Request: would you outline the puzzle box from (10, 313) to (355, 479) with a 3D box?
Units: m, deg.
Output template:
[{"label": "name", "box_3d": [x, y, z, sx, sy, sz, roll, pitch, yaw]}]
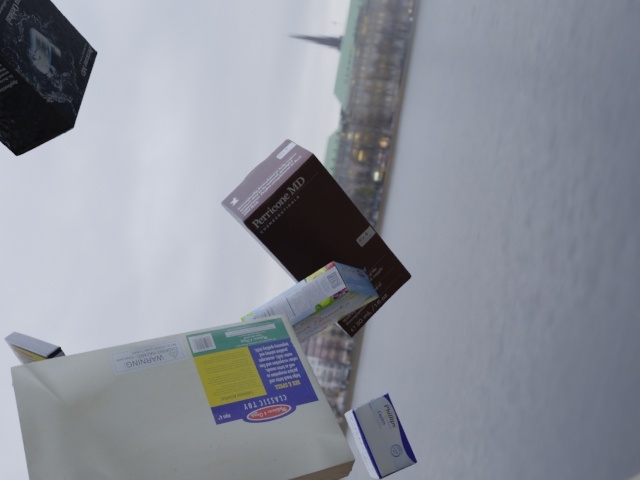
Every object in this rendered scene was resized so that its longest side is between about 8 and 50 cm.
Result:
[{"label": "puzzle box", "box_3d": [-0.188, 0.250, 1.051, 0.052, 0.409, 0.272, 104, 148, -42]}]

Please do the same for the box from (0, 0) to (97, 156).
[{"label": "box", "box_3d": [-0.354, -0.212, 0.887, 0.158, 0.093, 0.156, 51, -153, -41]}]

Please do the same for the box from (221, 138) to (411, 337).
[{"label": "box", "box_3d": [0.000, 0.000, 1.569, 0.191, 0.381, 0.143, -45, 31, -5]}]

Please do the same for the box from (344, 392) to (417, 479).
[{"label": "box", "box_3d": [0.102, 0.342, 1.347, 0.137, 0.072, 0.126, 104, 144, -73]}]

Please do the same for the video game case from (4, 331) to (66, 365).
[{"label": "video game case", "box_3d": [-0.542, 0.311, 1.619, 0.035, 0.275, 0.248, -39, -66, -31]}]

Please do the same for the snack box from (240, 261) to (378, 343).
[{"label": "snack box", "box_3d": [-0.017, 0.124, 1.431, 0.070, 0.207, 0.174, 61, -165, 18]}]
